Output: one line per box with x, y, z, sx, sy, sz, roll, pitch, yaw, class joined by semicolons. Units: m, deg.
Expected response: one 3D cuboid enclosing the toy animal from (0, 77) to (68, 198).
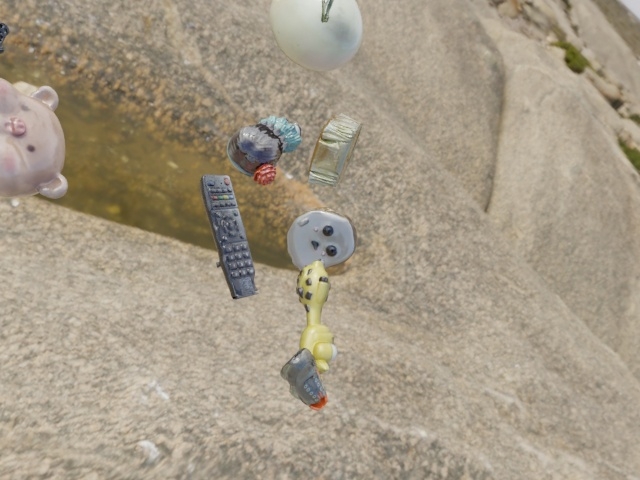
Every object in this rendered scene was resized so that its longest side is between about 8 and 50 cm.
-0.577;-0.153;0.903;0.229;0.221;0.210;-3;77;-61;toy animal

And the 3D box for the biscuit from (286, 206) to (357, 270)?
0.000;0.000;1.483;0.181;0.208;0.049;67;18;-8;biscuit

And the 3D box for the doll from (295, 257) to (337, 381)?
-0.012;0.185;1.219;0.086;0.117;0.291;7;66;-25;doll

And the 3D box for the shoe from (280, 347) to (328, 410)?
-0.022;0.274;1.027;0.077;0.194;0.074;37;66;25;shoe

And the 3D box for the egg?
-0.007;-0.681;1.677;0.283;0.283;0.345;9;35;-39;egg

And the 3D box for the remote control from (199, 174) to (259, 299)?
-0.290;-0.013;1.671;0.144;0.062;0.399;-9;82;-57;remote control

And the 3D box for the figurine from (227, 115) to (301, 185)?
-0.119;-0.226;1.252;0.138;0.110;0.245;31;37;6;figurine

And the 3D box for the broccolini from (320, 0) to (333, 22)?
0.026;-0.633;1.352;0.058;0.074;0.201;28;70;-62;broccolini

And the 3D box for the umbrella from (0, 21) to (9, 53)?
-0.794;-0.442;1.173;0.071;0.224;0.080;58;37;-68;umbrella

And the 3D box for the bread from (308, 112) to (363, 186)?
0.042;-0.279;1.634;0.109;0.210;0.192;24;28;5;bread
